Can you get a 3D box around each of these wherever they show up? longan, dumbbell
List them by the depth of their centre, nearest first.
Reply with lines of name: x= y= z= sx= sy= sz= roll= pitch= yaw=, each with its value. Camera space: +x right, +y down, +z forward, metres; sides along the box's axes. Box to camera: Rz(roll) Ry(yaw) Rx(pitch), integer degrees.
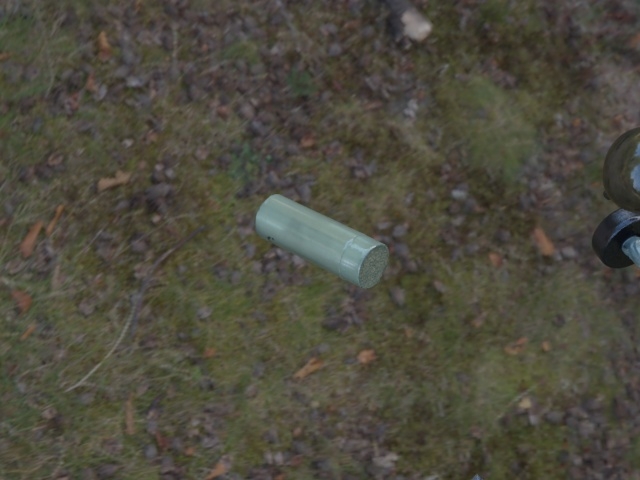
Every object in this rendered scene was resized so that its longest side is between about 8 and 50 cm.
longan: x=0.378 y=-0.081 z=1.291 sx=0.106 sy=0.119 sz=0.106 roll=13 pitch=64 yaw=-29
dumbbell: x=0.479 y=0.043 z=1.574 sx=0.100 sy=0.100 sz=0.191 roll=4 pitch=36 yaw=-27

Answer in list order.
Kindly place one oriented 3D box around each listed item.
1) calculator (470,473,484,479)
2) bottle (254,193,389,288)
calculator: x=0.122 y=0.419 z=1.371 sx=0.021 sy=0.261 sz=0.161 roll=35 pitch=28 yaw=-4
bottle: x=0.000 y=0.000 z=1.568 sx=0.072 sy=0.201 sz=0.072 roll=-31 pitch=134 yaw=-38
